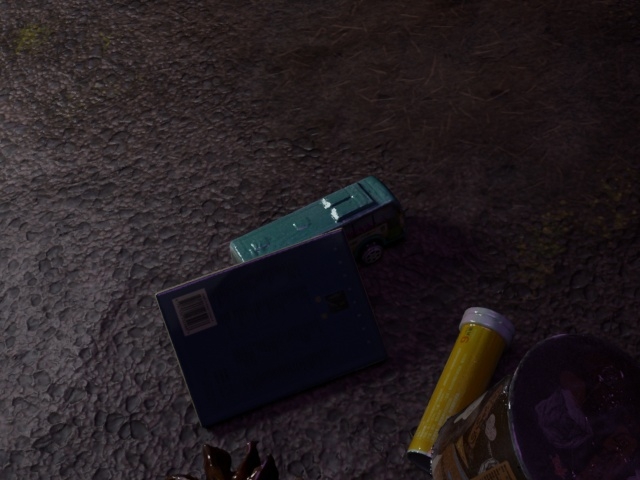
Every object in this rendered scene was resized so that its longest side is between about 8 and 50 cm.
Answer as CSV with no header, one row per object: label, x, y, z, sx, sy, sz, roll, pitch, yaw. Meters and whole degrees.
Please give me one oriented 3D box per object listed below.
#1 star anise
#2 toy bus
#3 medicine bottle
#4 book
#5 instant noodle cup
star anise,-0.102,0.346,0.969,0.214,0.099,0.220,-34,56,-1
toy bus,0.000,0.000,1.203,0.262,0.109,0.091,-27,50,-14
medicine bottle,0.179,0.192,1.061,0.074,0.074,0.218,20,60,20
book,-0.063,0.115,1.111,0.269,0.025,0.190,-20,91,-8
instant noodle cup,0.244,0.236,0.906,0.218,0.207,0.217,12,58,-20
